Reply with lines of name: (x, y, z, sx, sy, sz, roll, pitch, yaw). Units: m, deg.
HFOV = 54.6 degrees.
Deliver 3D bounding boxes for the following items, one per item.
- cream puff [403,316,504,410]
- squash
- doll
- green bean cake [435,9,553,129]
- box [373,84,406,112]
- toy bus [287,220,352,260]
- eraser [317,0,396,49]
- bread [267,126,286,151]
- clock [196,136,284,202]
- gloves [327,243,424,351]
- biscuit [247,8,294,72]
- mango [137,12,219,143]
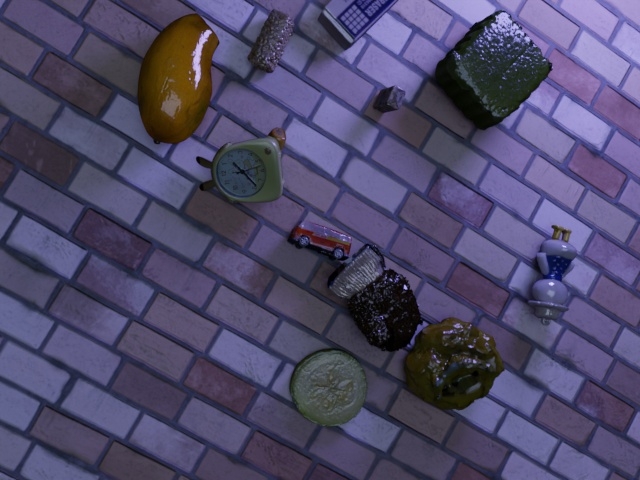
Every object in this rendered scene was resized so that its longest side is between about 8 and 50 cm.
cream puff: (0.377, 0.349, 1.720, 0.281, 0.185, 0.282, 0, 88, -10)
squash: (0.024, 0.411, 1.731, 0.219, 0.041, 0.219, 0, 90, -9)
doll: (0.678, 0.103, 1.810, 0.138, 0.119, 0.293, 14, 83, -26)
green bean cake: (0.477, -0.474, 1.741, 0.247, 0.156, 0.250, 45, 83, -9)
box: (0.191, -0.391, 1.721, 0.045, 0.098, 0.062, 24, 85, -19)
toy bus: (0.000, 0.000, 1.707, 0.174, 0.079, 0.077, 20, 79, -9)
eraser: (0.133, -0.670, 1.717, 0.279, 0.081, 0.124, -45, 97, -6)
bread: (-0.129, -0.258, 1.698, 0.049, 0.103, 0.062, 8, 46, -20)
clock: (-0.217, -0.185, 1.650, 0.231, 0.069, 0.170, -3, 110, 2)
gloves: (0.161, 0.173, 1.705, 0.312, 0.135, 0.210, 46, 77, -10)
biscuit: (-0.131, -0.539, 1.682, 0.082, 0.070, 0.169, 27, 88, 0)
mango: (-0.371, -0.420, 1.606, 0.187, 0.144, 0.359, 10, 83, -22)
